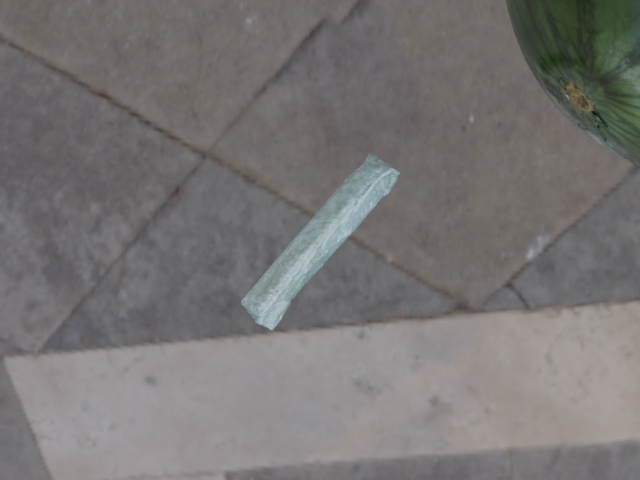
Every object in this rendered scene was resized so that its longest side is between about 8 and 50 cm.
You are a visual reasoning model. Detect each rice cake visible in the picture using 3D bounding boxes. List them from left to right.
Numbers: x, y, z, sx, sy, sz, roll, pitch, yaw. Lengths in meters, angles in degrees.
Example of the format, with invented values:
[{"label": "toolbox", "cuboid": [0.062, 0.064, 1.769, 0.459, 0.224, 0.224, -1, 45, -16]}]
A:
[{"label": "rice cake", "cuboid": [0.000, 0.000, 0.735, 0.121, 0.022, 0.021, -50, 142, -5]}]

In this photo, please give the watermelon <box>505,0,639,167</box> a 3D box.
[{"label": "watermelon", "cuboid": [0.208, -0.145, 0.611, 0.242, 0.242, 0.242, 2, 129, 2]}]
